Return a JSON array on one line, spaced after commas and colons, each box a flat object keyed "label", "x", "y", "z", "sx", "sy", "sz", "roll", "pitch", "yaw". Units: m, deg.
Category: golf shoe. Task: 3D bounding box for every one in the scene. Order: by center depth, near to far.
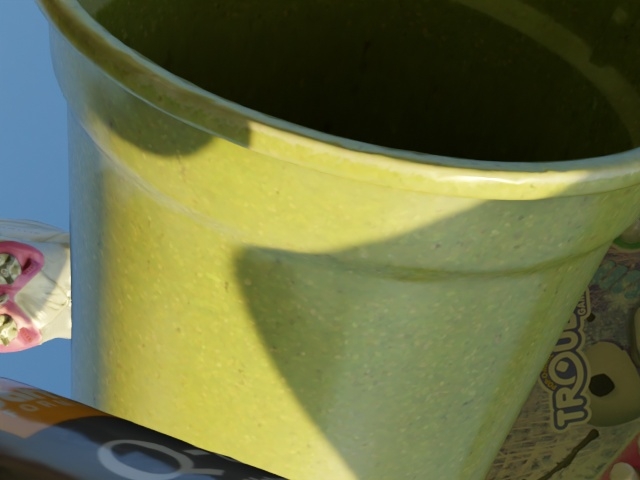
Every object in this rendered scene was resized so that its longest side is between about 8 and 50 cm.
[{"label": "golf shoe", "x": -0.187, "y": 0.032, "z": 1.467, "sx": 0.140, "sy": 0.306, "sz": 0.115, "roll": -133, "pitch": -124, "yaw": -64}]

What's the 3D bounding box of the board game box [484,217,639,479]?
[{"label": "board game box", "x": 0.230, "y": 0.031, "z": 0.943, "sx": 0.390, "sy": 0.050, "sz": 0.390, "roll": -11, "pitch": -125, "yaw": 17}]

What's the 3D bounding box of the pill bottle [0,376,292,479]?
[{"label": "pill bottle", "x": -0.063, "y": 0.125, "z": 0.461, "sx": 0.278, "sy": 0.162, "sz": 0.162, "roll": 17, "pitch": -97, "yaw": 25}]

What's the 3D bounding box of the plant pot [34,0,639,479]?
[{"label": "plant pot", "x": 0.000, "y": 0.000, "z": 0.747, "sx": 0.276, "sy": 0.276, "sz": 0.254, "roll": 47, "pitch": -44, "yaw": 39}]
